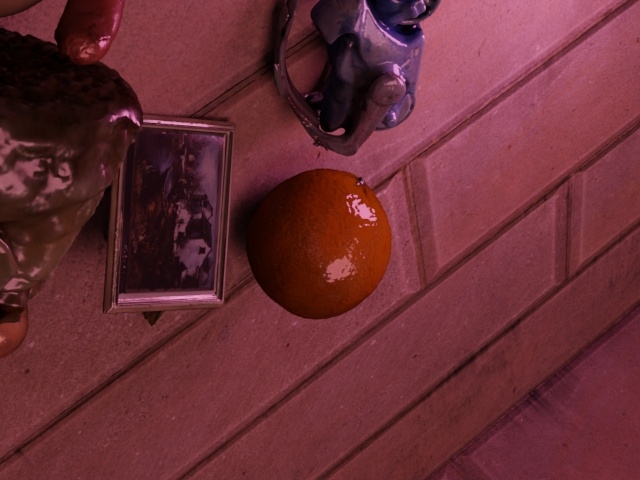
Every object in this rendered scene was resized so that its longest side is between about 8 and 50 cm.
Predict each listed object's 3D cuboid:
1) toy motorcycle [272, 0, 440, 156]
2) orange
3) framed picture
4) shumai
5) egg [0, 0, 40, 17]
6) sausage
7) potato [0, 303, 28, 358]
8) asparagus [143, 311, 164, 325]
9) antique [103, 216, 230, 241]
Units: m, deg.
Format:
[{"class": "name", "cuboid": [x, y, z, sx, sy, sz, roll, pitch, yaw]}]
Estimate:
[{"class": "toy motorcycle", "cuboid": [0.054, -0.275, 1.876, 0.241, 0.182, 0.319, -25, 144, -30]}, {"class": "orange", "cuboid": [0.000, 0.000, 2.078, 0.264, 0.264, 0.264, -30, 145, -24]}, {"class": "framed picture", "cuboid": [-0.219, -0.038, 1.831, 0.232, 0.019, 0.296, -1, 98, -45]}, {"class": "shumai", "cuboid": [-0.404, -0.056, 1.361, 0.395, 0.395, 0.348, -13, 122, -41]}, {"class": "egg", "cuboid": [-0.344, -0.353, 1.322, 0.186, 0.186, 0.242, -6, 133, -46]}, {"class": "sausage", "cuboid": [-0.255, -0.307, 1.404, 0.078, 0.304, 0.078, 0, 144, 0]}, {"class": "potato", "cuboid": [-0.488, 0.129, 1.775, 0.147, 0.112, 0.112, -37, 147, -4]}, {"class": "asparagus", "cuboid": [-0.243, 0.068, 2.050, 0.178, 0.041, 0.045, -50, -168, 7]}, {"class": "antique", "cuboid": [-0.244, -0.019, 1.905, 0.183, 0.088, 0.086, -8, 131, -45]}]
